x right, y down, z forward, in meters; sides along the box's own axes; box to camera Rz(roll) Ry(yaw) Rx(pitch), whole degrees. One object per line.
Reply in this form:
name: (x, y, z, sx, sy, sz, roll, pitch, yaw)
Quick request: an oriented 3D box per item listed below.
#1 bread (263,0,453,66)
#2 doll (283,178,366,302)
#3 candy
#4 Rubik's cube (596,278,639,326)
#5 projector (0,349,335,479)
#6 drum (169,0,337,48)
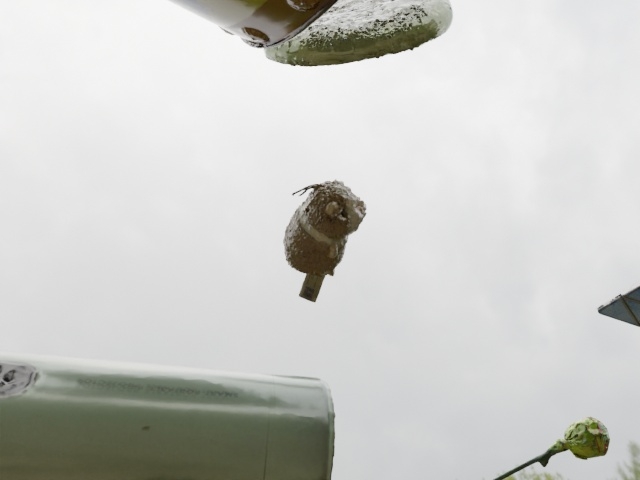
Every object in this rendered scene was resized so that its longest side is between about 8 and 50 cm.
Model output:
bread: (0.045, -0.292, 0.775, 0.267, 0.267, 0.040, -12, -57, 1)
doll: (-0.001, -0.002, 0.924, 0.115, 0.105, 0.221, 16, -45, 0)
candy: (0.211, 0.203, 0.545, 0.123, 0.035, 0.035, -34, -52, 18)
Rubik's cube: (0.556, 0.101, 0.842, 0.211, 0.178, 0.190, -41, -20, 10)
projector: (-0.164, 0.124, 0.360, 0.338, 0.108, 0.108, 7, -56, -9)
drum: (-0.061, -0.395, 0.469, 0.214, 0.431, 0.431, 18, -59, -31)
